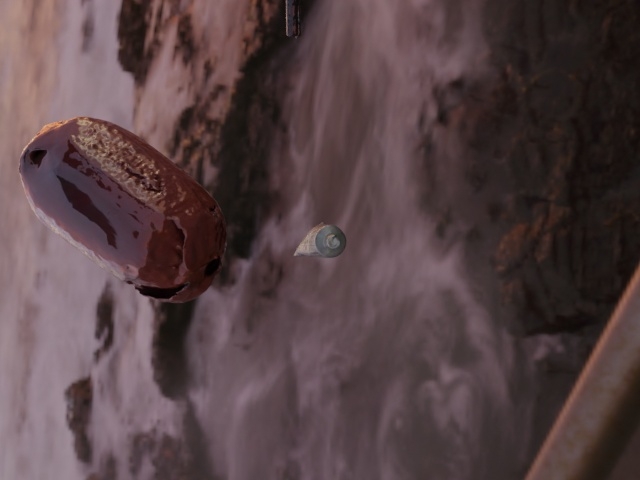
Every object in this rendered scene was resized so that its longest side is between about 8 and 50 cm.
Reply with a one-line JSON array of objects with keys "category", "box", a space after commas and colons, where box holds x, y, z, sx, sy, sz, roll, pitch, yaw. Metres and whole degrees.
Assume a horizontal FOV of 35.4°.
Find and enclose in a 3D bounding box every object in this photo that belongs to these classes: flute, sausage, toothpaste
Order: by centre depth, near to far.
[{"category": "flute", "box": [-0.024, -0.303, 0.832, 0.014, 0.014, 0.269, -140, 46, -62]}, {"category": "sausage", "box": [-0.231, -0.041, 1.175, 0.280, 0.152, 0.152, 35, 125, 18]}, {"category": "toothpaste", "box": [0.000, 0.000, 1.328, 0.064, 0.041, 0.218, -51, 7, -5]}]
